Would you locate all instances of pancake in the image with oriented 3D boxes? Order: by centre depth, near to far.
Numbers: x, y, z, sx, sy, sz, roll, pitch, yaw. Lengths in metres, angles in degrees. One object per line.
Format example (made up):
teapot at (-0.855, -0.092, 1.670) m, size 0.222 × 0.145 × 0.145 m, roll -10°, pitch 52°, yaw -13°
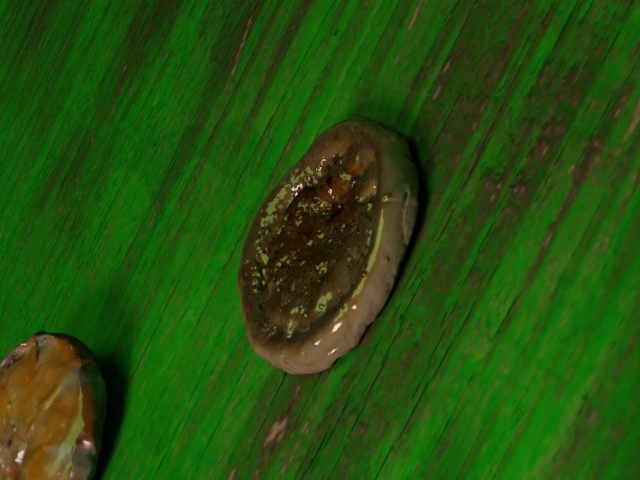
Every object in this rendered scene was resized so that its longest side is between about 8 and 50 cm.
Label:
pancake at (0.001, 0.001, 0.847) m, size 0.151 × 0.025 × 0.152 m, roll -38°, pitch 40°, yaw 41°

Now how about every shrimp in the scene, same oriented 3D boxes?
shrimp at (-0.238, 0.193, 1.078) m, size 0.317 × 0.062 × 0.164 m, roll -47°, pitch 36°, yaw 27°
